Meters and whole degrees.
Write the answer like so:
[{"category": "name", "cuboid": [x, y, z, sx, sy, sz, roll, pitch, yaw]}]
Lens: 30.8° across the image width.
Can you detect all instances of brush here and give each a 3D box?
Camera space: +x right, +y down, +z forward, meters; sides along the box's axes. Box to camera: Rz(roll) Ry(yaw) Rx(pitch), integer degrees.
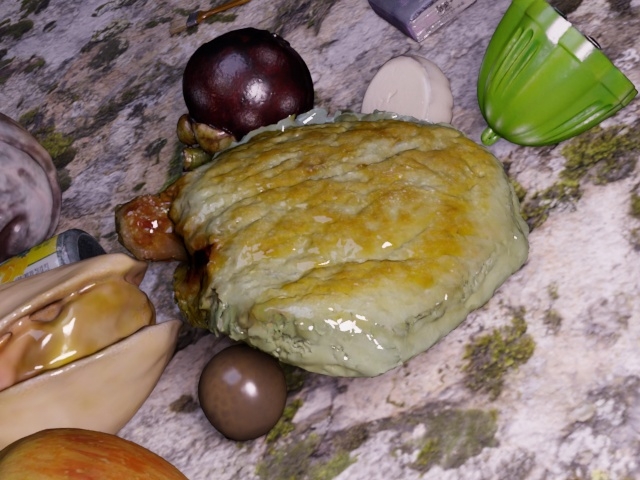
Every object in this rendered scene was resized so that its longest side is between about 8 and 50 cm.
[{"category": "brush", "cuboid": [-0.197, -0.410, 2.097, 0.170, 0.014, 0.043, -17, 36, 19]}]

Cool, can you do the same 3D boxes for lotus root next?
[{"category": "lotus root", "cuboid": [0.246, -0.173, 1.348, 0.186, 0.186, 0.186, -21, 36, 16]}]

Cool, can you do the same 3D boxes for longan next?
[{"category": "longan", "cuboid": [-0.085, 0.164, 1.234, 0.113, 0.092, 0.113, -5, 84, 52]}]

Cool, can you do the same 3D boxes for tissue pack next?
[{"category": "tissue pack", "cuboid": [0.148, -0.364, 1.740, 0.112, 0.051, 0.156, -37, 35, -2]}]

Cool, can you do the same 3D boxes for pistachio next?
[{"category": "pistachio", "cuboid": [-0.312, 0.145, 1.324, 0.321, 0.229, 0.238, -33, -6, -9]}]

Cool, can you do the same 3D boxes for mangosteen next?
[{"category": "mangosteen", "cuboid": [-0.113, -0.183, 1.621, 0.194, 0.194, 0.230, 32, 94, 53]}]

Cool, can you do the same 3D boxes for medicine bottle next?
[{"category": "medicine bottle", "cuboid": [-0.409, 0.105, 1.510, 0.293, 0.141, 0.141, -26, 35, 9]}]

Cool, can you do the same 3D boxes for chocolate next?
[{"category": "chocolate", "cuboid": [-0.487, -0.046, 1.678, 0.213, 0.303, 0.303, 17, 56, 27]}]

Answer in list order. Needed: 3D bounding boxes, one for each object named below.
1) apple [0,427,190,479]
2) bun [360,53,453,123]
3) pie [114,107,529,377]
[{"category": "apple", "cuboid": [-0.237, 0.295, 1.049, 0.309, 0.250, 0.277, -17, 37, 24]}, {"category": "bun", "cuboid": [0.122, -0.162, 1.476, 0.138, 0.094, 0.138, -21, 63, 48]}, {"category": "pie", "cuboid": [0.024, 0.002, 1.268, 0.395, 0.180, 0.418, -30, 35, -29]}]
